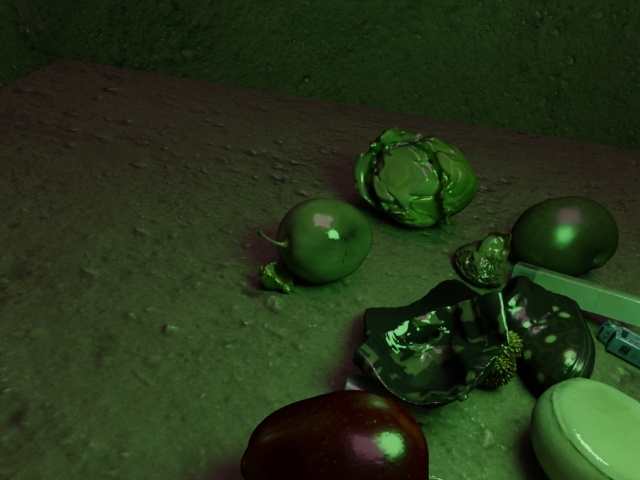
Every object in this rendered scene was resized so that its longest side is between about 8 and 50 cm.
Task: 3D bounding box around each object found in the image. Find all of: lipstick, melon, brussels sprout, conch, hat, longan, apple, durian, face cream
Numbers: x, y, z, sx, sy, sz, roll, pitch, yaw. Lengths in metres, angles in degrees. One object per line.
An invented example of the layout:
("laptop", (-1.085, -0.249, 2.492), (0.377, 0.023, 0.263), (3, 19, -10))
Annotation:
("lipstick", (0.792, 0.160, 1.452), (0.372, 0.079, 0.076), (18, 17, 32))
("melon", (0.012, -0.003, 1.387), (0.272, 0.271, 0.308), (30, 45, 26))
("brussels sprout", (0.370, -0.228, 1.771), (0.425, 0.342, 0.361), (35, 13, 27))
("conch", (-0.129, 0.103, 1.344), (0.121, 0.074, 0.089), (32, 69, -5))
("hat", (0.265, 0.244, 1.149), (0.367, 0.381, 0.257), (-19, 79, 4))
("longan", (0.834, -0.014, 1.604), (0.351, 0.288, 0.288), (-16, 36, 1))
("apple", (0.030, 0.392, 0.774), (0.317, 0.287, 0.288), (-5, 34, 1))
("durian", (0.414, 0.286, 1.156), (0.168, 0.158, 0.137), (-2, 10, 28))
("face cream", (0.149, 0.357, 1.064), (0.199, 0.057, 0.084), (15, 33, 3))

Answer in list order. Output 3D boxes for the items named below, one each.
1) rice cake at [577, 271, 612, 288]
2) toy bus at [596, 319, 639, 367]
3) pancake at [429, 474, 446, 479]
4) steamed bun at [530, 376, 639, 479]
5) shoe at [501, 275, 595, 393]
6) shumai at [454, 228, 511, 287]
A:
("rice cake", (0.942, 0.139, 1.627), (0.036, 0.047, 0.206), (0, 34, -24))
("toy bus", (0.885, 0.302, 1.340), (0.167, 0.073, 0.076), (31, 39, 27))
("pancake", (0.208, 0.511, 0.877), (0.158, 0.028, 0.158), (9, 31, -5))
("steamed bun", (0.566, 0.432, 0.960), (0.283, 0.177, 0.282), (11, 33, -7))
("shoe", (0.571, 0.241, 1.249), (0.237, 0.171, 0.384), (24, 34, 8))
("shumai", (0.546, 0.042, 1.541), (0.167, 0.175, 0.205), (2, 31, -14))
